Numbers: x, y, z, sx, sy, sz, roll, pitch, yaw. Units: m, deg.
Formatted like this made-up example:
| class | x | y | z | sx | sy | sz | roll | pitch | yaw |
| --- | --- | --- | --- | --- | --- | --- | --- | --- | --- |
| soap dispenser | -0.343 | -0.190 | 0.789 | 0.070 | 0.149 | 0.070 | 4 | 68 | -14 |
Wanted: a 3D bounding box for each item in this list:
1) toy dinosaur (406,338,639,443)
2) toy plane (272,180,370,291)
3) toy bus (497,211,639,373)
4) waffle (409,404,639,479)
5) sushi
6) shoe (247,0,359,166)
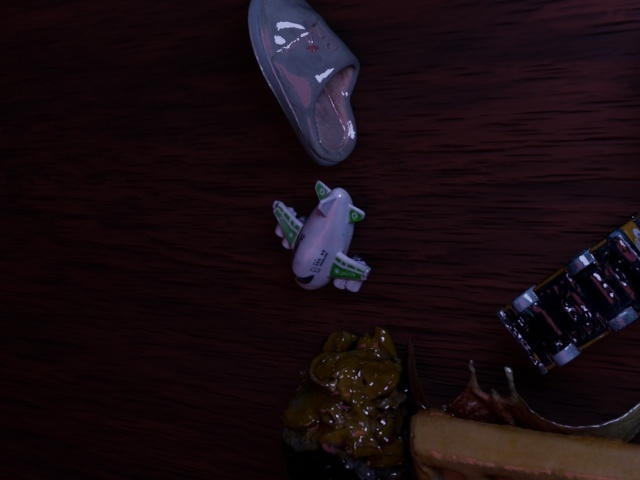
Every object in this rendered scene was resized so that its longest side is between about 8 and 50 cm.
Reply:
| class | x | y | z | sx | sy | sz | roll | pitch | yaw |
| --- | --- | --- | --- | --- | --- | --- | --- | --- | --- |
| toy dinosaur | 0.258 | 0.201 | 1.237 | 0.206 | 0.113 | 0.327 | 42 | 145 | -16 |
| toy plane | 0.002 | -0.001 | 1.353 | 0.174 | 0.080 | 0.174 | 17 | 120 | 33 |
| toy bus | 0.313 | 0.059 | 1.109 | 0.098 | 0.114 | 0.201 | 54 | 136 | 8 |
| waffle | 0.287 | 0.353 | 1.213 | 0.348 | 0.077 | 0.304 | 2 | 125 | 33 |
| sushi | 0.044 | 0.249 | 1.359 | 0.200 | 0.213 | 0.204 | -14 | 110 | 23 |
| shoe | -0.005 | -0.220 | 1.259 | 0.100 | 0.103 | 0.251 | -12 | 105 | 41 |
